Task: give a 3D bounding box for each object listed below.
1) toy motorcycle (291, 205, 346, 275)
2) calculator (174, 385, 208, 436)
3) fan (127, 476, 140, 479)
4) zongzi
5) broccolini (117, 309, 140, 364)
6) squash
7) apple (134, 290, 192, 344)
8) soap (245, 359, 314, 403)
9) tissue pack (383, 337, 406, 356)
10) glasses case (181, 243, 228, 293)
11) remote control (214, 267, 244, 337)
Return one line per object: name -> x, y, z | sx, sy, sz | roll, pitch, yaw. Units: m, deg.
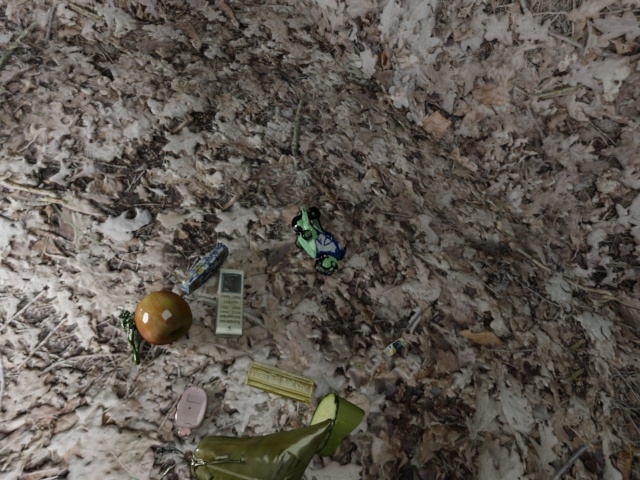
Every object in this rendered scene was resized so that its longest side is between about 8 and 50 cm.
toy motorcycle -> 0.000, 0.000, 1.944 | 0.196, 0.125, 0.331 | -21, 72, -31
calculator -> -0.445, 0.587, 1.469 | 0.103, 0.024, 0.166 | 15, 55, -11
fan -> -0.545, 0.833, 1.289 | 0.220, 0.009, 0.132 | 41, 56, 8
zongzi -> -0.237, 0.647, 1.365 | 0.447, 0.181, 0.418 | 33, 82, 3
broccolini -> -0.665, 0.341, 1.520 | 0.074, 0.058, 0.201 | -16, 65, -20
squash -> 0.044, 0.660, 1.496 | 0.133, 0.220, 0.220 | 36, 54, -9
apple -> -0.562, 0.272, 1.523 | 0.188, 0.188, 0.174 | -27, 66, -31
soap -> -0.150, 0.532, 1.603 | 0.252, 0.037, 0.092 | 21, 56, -8
tissue pack -> 0.315, 0.453, 1.806 | 0.083, 0.062, 0.042 | -23, 64, -31
glasses case -> -0.461, 0.110, 1.721 | 0.065, 0.087, 0.248 | 29, 54, 15
remote control -> -0.359, 0.244, 1.694 | 0.103, 0.055, 0.277 | 7, 58, -17
